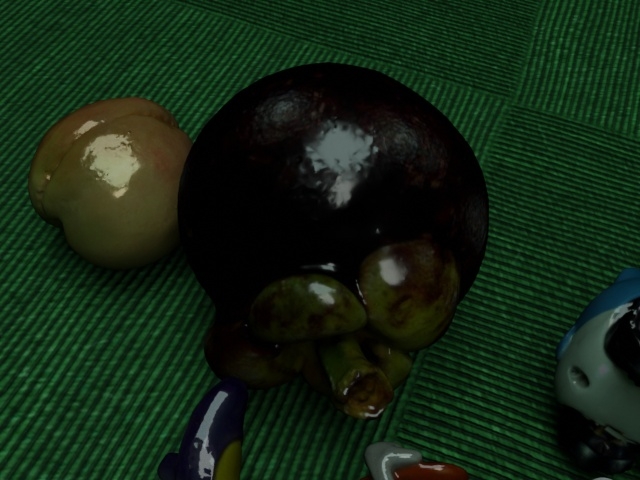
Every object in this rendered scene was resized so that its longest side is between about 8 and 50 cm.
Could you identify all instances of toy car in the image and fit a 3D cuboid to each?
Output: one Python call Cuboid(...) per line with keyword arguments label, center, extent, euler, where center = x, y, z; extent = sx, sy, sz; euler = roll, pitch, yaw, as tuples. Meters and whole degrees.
Cuboid(label="toy car", center=(0.348, 0.125, 0.723), extent=(0.255, 0.189, 0.190), euler=(22, 43, 13))

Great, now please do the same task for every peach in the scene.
Cuboid(label="peach", center=(-0.210, -0.062, 0.835), extent=(0.184, 0.184, 0.184), euler=(3, 49, -4))

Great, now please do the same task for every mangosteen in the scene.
Cuboid(label="mangosteen", center=(-0.001, -0.002, 0.736), extent=(0.296, 0.297, 0.313), euler=(27, 79, 16))

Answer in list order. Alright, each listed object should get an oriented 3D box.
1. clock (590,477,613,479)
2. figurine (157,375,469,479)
Cuboid(label="clock", center=(0.276, 0.269, 0.684), extent=(0.087, 0.041, 0.129), euler=(-11, 56, -10))
Cuboid(label="figurine", center=(0.056, 0.261, 0.595), extent=(0.420, 0.154, 0.193), euler=(15, 54, 9))
